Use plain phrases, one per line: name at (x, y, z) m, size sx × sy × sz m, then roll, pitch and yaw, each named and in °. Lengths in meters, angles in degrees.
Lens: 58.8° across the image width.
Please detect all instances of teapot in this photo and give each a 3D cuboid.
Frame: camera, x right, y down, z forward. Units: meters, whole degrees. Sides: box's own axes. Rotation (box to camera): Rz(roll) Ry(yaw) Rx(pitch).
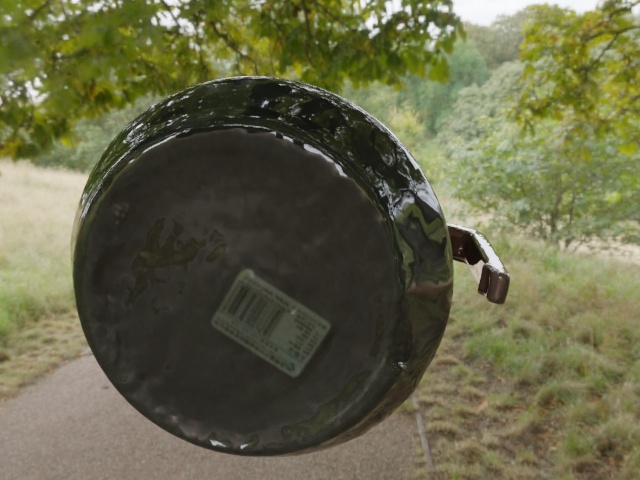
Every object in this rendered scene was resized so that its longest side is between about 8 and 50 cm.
teapot at (0.000, 0.000, 0.486) m, size 0.300 × 0.253 × 0.344 m, roll 12°, pitch 15°, yaw 7°
